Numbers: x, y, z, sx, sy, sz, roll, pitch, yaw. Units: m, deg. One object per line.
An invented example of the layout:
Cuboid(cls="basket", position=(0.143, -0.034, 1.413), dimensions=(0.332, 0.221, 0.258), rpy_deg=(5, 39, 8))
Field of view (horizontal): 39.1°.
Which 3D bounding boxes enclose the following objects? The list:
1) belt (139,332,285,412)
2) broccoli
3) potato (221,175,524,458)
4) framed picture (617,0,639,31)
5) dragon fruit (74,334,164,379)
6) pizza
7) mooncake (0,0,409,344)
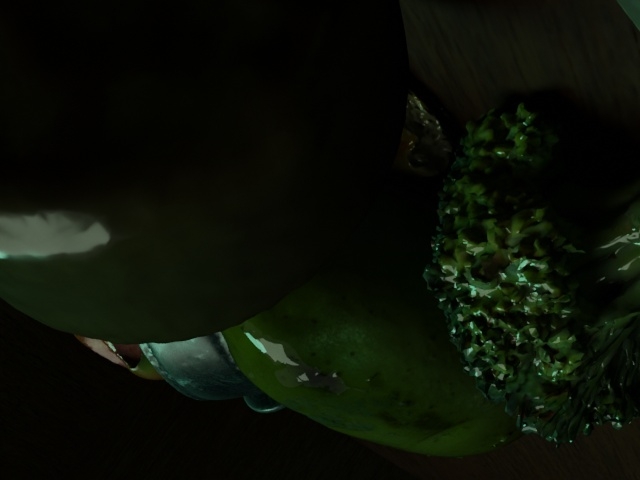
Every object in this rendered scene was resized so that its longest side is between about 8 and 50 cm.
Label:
Cuboid(cls="belt", position=(-0.090, 0.032, 0.804), dimensions=(0.116, 0.206, 0.267), rpy_deg=(-14, 98, 24))
Cuboid(cls="broccoli", position=(0.168, 0.004, 0.545), dimensions=(0.219, 0.194, 0.194), rpy_deg=(57, 168, 9))
Cuboid(cls="potato", position=(0.060, 0.058, 0.713), dimensions=(0.304, 0.215, 0.216), rpy_deg=(13, 176, -25))
Cuboid(cls="framed picture", position=(0.283, -0.027, 0.372), dimensions=(0.293, 0.018, 0.231), rpy_deg=(42, 165, -24))
Cuboid(cls="dragon fruit", position=(-0.201, 0.011, 1.182), dimensions=(0.305, 0.225, 0.305), rpy_deg=(25, -155, -13))
Cuboid(cls="pizza", position=(0.011, -0.106, 0.656), dimensions=(0.182, 0.062, 0.161), rpy_deg=(31, 163, 22))
Cuboid(cls="mooncake", position=(-0.096, -0.096, 0.479), dimensions=(0.284, 0.284, 0.155), rpy_deg=(29, 164, 25))
